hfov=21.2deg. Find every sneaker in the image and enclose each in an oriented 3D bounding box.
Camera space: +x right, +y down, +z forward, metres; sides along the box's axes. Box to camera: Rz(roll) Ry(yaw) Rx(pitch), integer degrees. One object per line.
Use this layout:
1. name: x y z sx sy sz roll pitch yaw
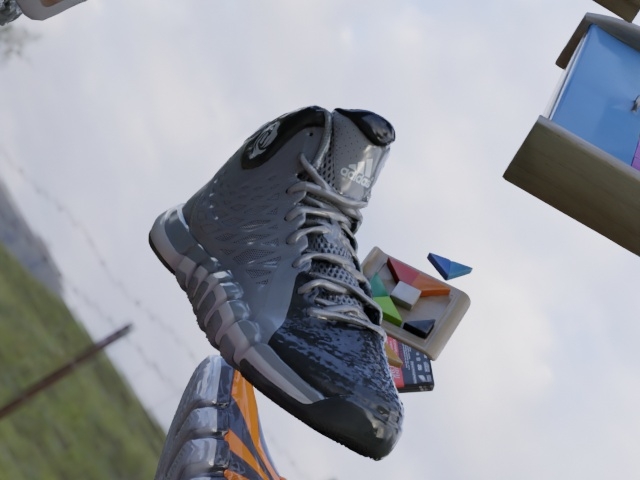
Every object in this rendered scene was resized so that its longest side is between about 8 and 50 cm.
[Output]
1. sneaker: -0.024 0.230 1.156 0.124 0.180 0.321 119 -23 -49
2. sneaker: 0.000 0.000 0.835 0.086 0.132 0.228 34 7 -38

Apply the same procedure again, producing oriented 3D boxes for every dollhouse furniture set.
1. dollhouse furniture set: 0.301 -0.135 1.053 0.286 0.198 0.303 30 -56 1

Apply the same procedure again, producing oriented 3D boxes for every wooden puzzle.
1. wooden puzzle: 0.053 0.038 1.067 0.079 0.116 0.014 25 -49 3

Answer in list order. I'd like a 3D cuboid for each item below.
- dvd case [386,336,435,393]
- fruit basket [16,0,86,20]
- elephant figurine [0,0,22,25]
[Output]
1. dvd case: 0.019 0.074 1.251 0.013 0.119 0.087 102 -17 -58
2. fruit basket: -0.012 -0.254 0.740 0.327 0.353 0.165 73 -1 -57
3. elephant figurine: -0.106 -0.225 0.975 0.169 0.239 0.186 -95 165 -55
